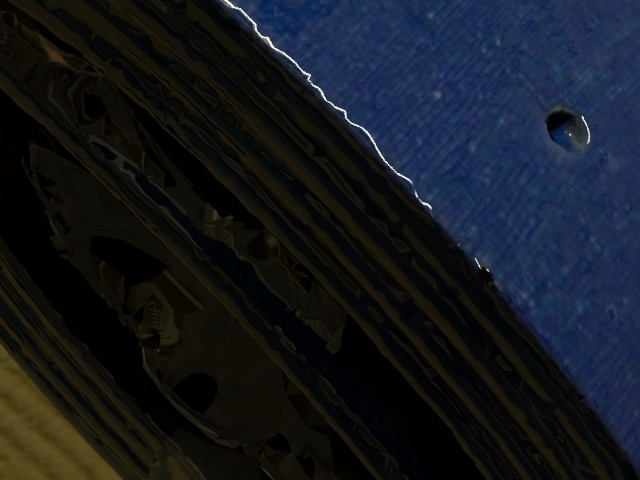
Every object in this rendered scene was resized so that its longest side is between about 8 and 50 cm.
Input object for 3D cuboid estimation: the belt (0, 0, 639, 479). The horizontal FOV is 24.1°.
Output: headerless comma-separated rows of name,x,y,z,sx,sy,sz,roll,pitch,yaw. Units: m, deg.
belt,0.000,0.000,0.428,0.347,0.212,0.117,48,53,-5
